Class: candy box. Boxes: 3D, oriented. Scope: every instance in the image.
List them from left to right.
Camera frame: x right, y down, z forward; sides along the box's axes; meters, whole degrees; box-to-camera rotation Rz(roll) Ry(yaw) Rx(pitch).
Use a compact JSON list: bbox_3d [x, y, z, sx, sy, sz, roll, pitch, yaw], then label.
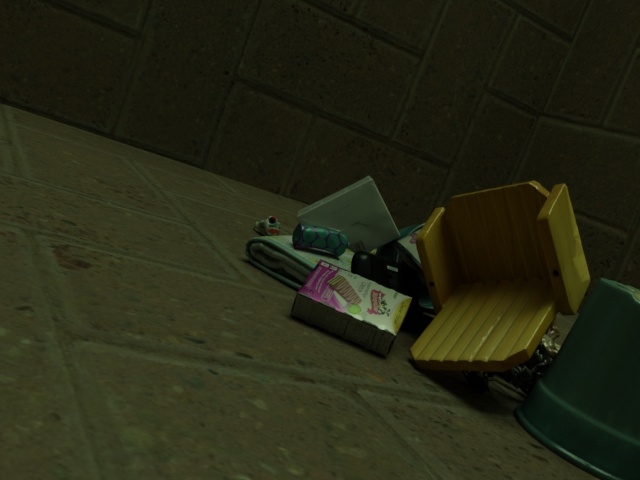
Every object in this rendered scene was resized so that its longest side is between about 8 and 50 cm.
[{"bbox_3d":[0.071,0.147,1.571,0.233,0.071,0.159,23,33,8],"label":"candy box"}]

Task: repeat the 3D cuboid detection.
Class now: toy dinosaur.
[{"bbox_3d":[0.548,0.310,1.743,0.296,0.200,0.127,52,15,4],"label":"toy dinosaur"}]

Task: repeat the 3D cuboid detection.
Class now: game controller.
[{"bbox_3d":[0.170,0.127,1.793,0.067,0.167,0.319,-18,-21,31],"label":"game controller"}]

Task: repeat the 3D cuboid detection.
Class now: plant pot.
[{"bbox_3d":[0.311,0.071,2.293,0.271,0.272,0.255,19,-3,-20],"label":"plant pot"},{"bbox_3d":[0.616,0.274,1.410,0.341,0.334,0.341,22,9,-3],"label":"plant pot"}]

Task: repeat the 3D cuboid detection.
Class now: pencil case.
[{"bbox_3d":[0.000,0.000,1.897,0.151,0.070,0.064,13,-18,-26],"label":"pencil case"}]

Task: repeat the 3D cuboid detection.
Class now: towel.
[{"bbox_3d":[0.024,0.086,1.925,0.374,0.090,0.320,30,16,33],"label":"towel"}]

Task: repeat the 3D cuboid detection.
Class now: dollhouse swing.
[{"bbox_3d":[0.337,0.074,1.520,0.304,0.315,0.346,-24,10,-42],"label":"dollhouse swing"}]

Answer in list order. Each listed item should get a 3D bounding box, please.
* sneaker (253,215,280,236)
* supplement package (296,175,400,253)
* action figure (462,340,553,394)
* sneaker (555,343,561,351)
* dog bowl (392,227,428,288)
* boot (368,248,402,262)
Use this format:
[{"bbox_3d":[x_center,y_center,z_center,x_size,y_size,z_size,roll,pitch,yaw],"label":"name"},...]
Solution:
[{"bbox_3d":[-0.176,-0.051,2.409,0.057,0.075,0.161,17,9,-28],"label":"sneaker"},{"bbox_3d":[0.086,-0.053,2.219,0.204,0.261,0.145,63,4,-9],"label":"supplement package"},{"bbox_3d":[0.461,0.277,1.611,0.275,0.164,0.141,6,49,-36],"label":"action figure"},{"bbox_3d":[0.656,0.332,1.997,0.262,0.099,0.121,18,13,-16],"label":"sneaker"},{"bbox_3d":[0.389,0.113,1.951,0.408,0.150,0.408,47,2,-2],"label":"dog bowl"},{"bbox_3d":[0.323,0.052,2.681,0.261,0.095,0.203,-9,2,-39],"label":"boot"}]
